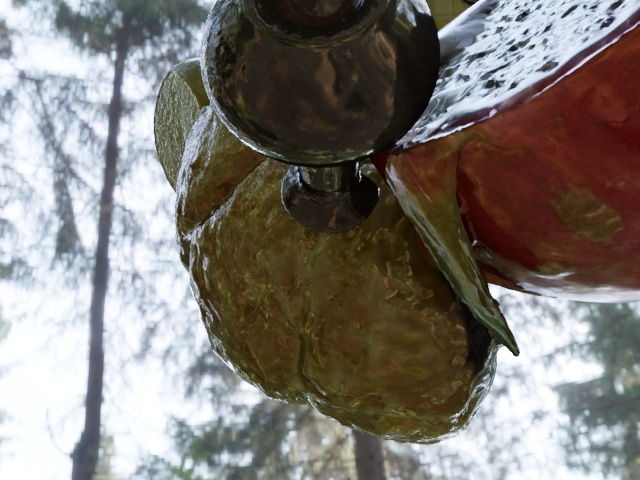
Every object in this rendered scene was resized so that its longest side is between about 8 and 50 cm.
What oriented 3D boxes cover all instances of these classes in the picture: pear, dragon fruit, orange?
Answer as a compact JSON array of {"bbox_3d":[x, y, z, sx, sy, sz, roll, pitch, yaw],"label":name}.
[{"bbox_3d":[-0.088,-0.103,1.079,0.104,0.141,0.141,-6,-42,-30],"label":"pear"},{"bbox_3d":[0.175,-0.068,0.656,0.291,0.290,0.189,-30,-69,21],"label":"dragon fruit"},{"bbox_3d":[0.000,0.000,0.888,0.210,0.368,0.271,-26,-31,5],"label":"orange"}]

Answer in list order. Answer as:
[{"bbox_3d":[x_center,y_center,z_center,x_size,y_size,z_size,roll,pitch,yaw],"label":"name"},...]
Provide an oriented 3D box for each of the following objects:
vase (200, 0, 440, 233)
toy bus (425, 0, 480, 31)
[{"bbox_3d":[0.003,-0.071,0.611,0.120,0.120,0.183,-7,-31,0],"label":"vase"},{"bbox_3d":[0.179,-0.205,1.126,0.276,0.134,0.164,-12,-79,-30],"label":"toy bus"}]
